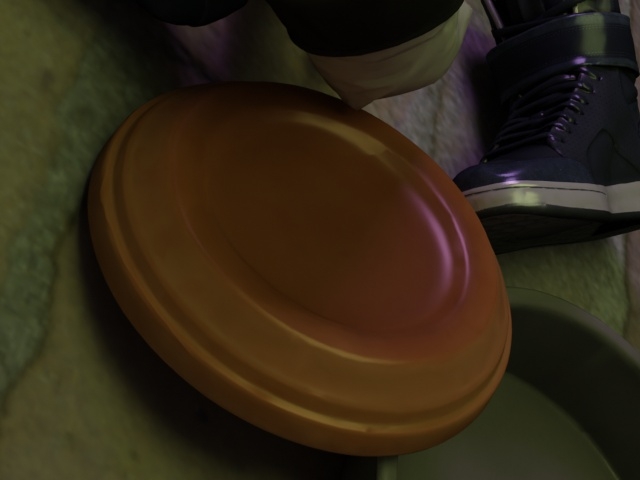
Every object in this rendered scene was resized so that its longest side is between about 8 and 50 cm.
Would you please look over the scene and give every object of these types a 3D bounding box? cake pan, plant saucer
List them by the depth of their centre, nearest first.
[{"bbox_3d":[0.000,0.000,0.675,0.200,0.037,0.200,19,42,-18],"label":"plant saucer"},{"bbox_3d":[0.114,0.165,0.734,0.293,0.054,0.293,27,49,-35],"label":"cake pan"}]

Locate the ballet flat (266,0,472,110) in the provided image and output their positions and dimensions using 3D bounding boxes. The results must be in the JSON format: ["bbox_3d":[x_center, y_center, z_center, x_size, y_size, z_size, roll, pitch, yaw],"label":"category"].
[{"bbox_3d":[0.026,-0.122,0.727,0.280,0.095,0.096,-93,165,-67],"label":"ballet flat"}]

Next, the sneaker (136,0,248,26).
[{"bbox_3d":[-0.159,-0.193,0.645,0.131,0.112,0.319,-46,113,-19],"label":"sneaker"}]

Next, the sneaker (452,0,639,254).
[{"bbox_3d":[0.114,-0.078,0.851,0.226,0.086,0.163,-6,82,-60],"label":"sneaker"}]
